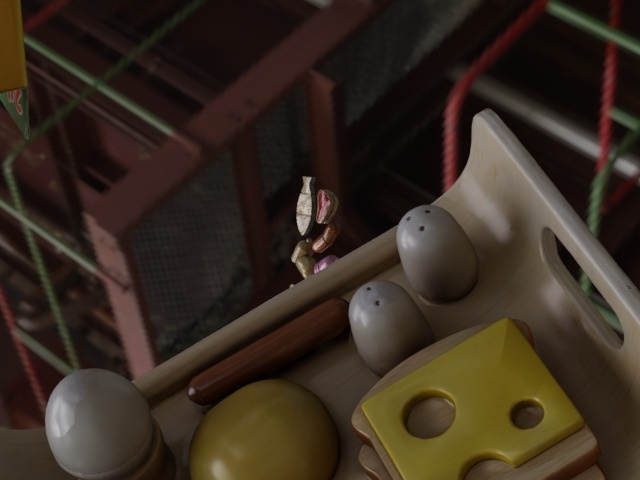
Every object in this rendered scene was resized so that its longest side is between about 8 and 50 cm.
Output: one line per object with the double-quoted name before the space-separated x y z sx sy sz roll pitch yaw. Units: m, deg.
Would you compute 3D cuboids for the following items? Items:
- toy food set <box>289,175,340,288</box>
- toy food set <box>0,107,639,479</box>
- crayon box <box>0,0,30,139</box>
"toy food set" 0.000 0.000 1.575 0.019 0.078 0.122 1 -76 -34
"toy food set" -0.003 0.085 0.688 0.306 0.220 0.092 -31 -40 -2
"crayon box" -0.296 -0.246 1.171 0.081 0.202 0.319 -17 -47 -22
